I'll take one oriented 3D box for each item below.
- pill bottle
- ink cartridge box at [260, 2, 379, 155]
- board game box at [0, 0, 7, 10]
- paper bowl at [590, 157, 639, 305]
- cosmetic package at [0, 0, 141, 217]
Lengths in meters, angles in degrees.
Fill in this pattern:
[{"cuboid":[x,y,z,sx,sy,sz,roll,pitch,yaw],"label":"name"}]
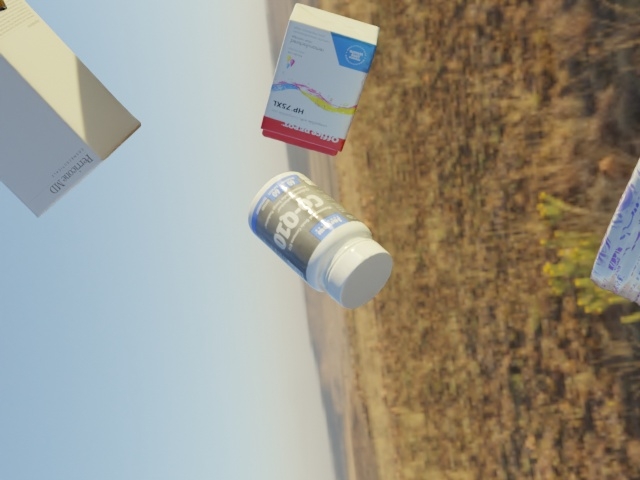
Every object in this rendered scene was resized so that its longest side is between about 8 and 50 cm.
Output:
[{"cuboid":[0.000,0.000,0.872,0.137,0.078,0.078,41,152,33],"label":"pill bottle"},{"cuboid":[-0.008,-0.226,1.394,0.078,0.134,0.231,-80,7,-57],"label":"ink cartridge box"},{"cuboid":[-0.497,-0.326,1.131,0.048,0.170,0.141,-138,26,-72],"label":"board game box"},{"cuboid":[0.322,-0.066,0.661,0.284,0.148,0.284,-54,-20,-30],"label":"paper bowl"},{"cuboid":[-0.499,-0.244,1.479,0.365,0.197,0.155,47,-148,-12],"label":"cosmetic package"}]
